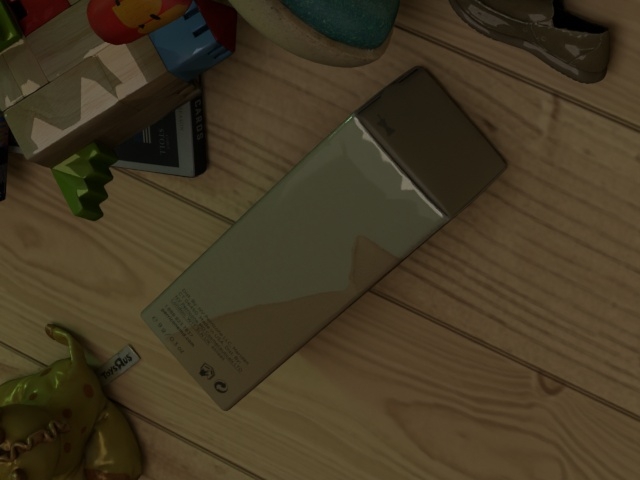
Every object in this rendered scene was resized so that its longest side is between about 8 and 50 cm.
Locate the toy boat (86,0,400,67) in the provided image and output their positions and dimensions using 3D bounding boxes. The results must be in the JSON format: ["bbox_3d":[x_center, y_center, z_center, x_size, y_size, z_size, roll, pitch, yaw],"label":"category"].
[{"bbox_3d":[-0.045,-0.241,1.537,0.148,0.318,0.267,-29,96,40],"label":"toy boat"}]

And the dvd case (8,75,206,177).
[{"bbox_3d":[-0.219,-0.158,1.840,0.238,0.029,0.179,8,114,26],"label":"dvd case"}]

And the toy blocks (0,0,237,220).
[{"bbox_3d":[-0.190,-0.249,1.699,0.261,0.191,0.381,-30,76,10],"label":"toy blocks"}]

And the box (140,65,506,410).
[{"bbox_3d":[0.000,0.000,1.719,0.121,0.148,0.311,49,125,1],"label":"box"}]

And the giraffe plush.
[{"bbox_3d":[-0.280,0.202,1.935,0.181,0.170,0.210,39,123,10],"label":"giraffe plush"}]

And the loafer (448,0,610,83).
[{"bbox_3d":[0.174,-0.182,1.606,0.148,0.056,0.050,28,120,4],"label":"loafer"}]

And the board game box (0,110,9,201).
[{"bbox_3d":[-0.358,-0.134,1.889,0.141,0.048,0.170,32,127,34],"label":"board game box"}]
